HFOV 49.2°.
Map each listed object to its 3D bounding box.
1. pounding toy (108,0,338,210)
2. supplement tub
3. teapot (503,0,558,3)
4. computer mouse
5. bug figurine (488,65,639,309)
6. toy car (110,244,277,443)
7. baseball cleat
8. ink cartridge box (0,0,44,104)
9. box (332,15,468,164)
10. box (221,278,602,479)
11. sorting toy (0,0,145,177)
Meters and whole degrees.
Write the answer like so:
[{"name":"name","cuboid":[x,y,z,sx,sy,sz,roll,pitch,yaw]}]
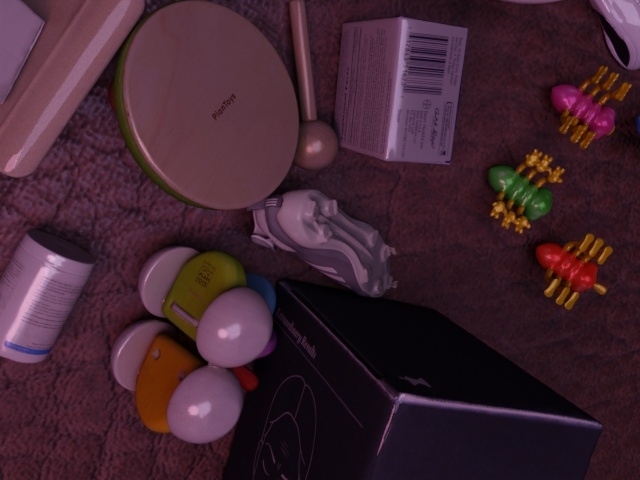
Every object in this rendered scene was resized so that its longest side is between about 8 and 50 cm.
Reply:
[{"name":"pounding toy","cuboid":[-0.105,-0.120,0.656,0.237,0.110,0.182,-24,102,-44]},{"name":"supplement tub","cuboid":[-0.263,0.052,0.646,0.071,0.071,0.107,28,94,-24]},{"name":"teapot","cuboid":[0.204,-0.360,0.650,0.253,0.187,0.256,-19,132,14]},{"name":"computer mouse","cuboid":[0.344,-0.280,0.791,0.106,0.042,0.193,-42,114,-6]},{"name":"bug figurine","cuboid":[0.316,-0.071,0.821,0.216,0.072,0.279,35,95,-18]},{"name":"toy car","cuboid":[-0.105,0.099,0.681,0.136,0.159,0.181,14,99,-47]},{"name":"baseball cleat","cuboid":[0.000,0.000,0.732,0.206,0.110,0.072,45,57,-49]},{"name":"ink cartridge box","cuboid":[-0.316,-0.183,0.482,0.191,0.139,0.082,25,85,7]},{"name":"box","cuboid":[0.071,-0.145,0.676,0.072,0.137,0.126,0,104,-21]},{"name":"box","cuboid":[0.040,0.278,0.695,0.212,0.293,0.395,12,100,-23]},{"name":"sorting toy","cuboid":[-0.258,-0.173,0.573,0.196,0.047,0.347,36,92,11]}]
